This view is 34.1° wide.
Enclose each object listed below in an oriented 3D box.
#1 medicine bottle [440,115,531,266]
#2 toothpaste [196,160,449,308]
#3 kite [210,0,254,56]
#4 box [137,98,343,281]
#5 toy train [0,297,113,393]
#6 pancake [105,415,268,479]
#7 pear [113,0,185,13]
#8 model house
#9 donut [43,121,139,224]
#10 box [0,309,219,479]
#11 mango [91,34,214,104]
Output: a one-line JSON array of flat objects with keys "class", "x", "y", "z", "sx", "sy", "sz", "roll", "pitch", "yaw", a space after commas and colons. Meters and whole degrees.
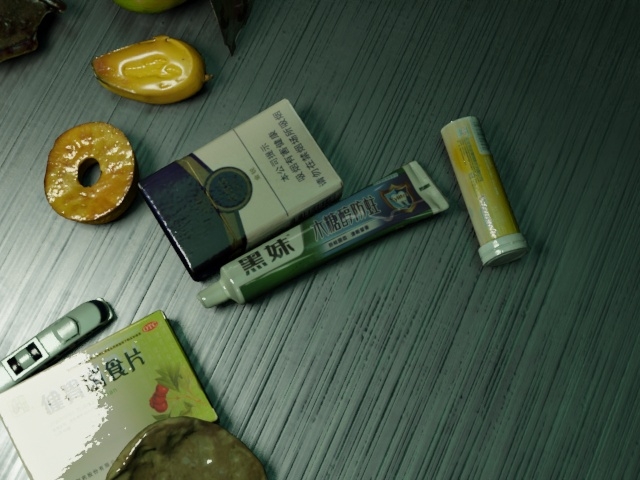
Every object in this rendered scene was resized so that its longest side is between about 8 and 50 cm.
[{"class": "medicine bottle", "x": 0.240, "y": -0.074, "z": 1.539, "sx": 0.074, "sy": 0.074, "sz": 0.218, "roll": -15, "pitch": 73, "yaw": -6}, {"class": "toothpaste", "x": 0.000, "y": 0.000, "z": 1.514, "sx": 0.392, "sy": 0.061, "sz": 0.099, "roll": -28, "pitch": 64, "yaw": -11}, {"class": "kite", "x": -0.125, "y": -0.406, "z": 1.560, "sx": 0.013, "sy": 0.323, "sz": 0.267, "roll": 14, "pitch": 118, "yaw": 14}, {"class": "box", "x": -0.116, "y": -0.074, "z": 1.526, "sx": 0.259, "sy": 0.071, "sz": 0.168, "roll": -31, "pitch": 78, "yaw": -10}, {"class": "toy train", "x": -0.386, "y": 0.151, "z": 1.468, "sx": 0.207, "sy": 0.047, "sz": 0.043, "roll": -36, "pitch": 80, "yaw": -10}, {"class": "pancake", "x": -0.180, "y": 0.351, "z": 1.395, "sx": 0.242, "sy": 0.050, "sz": 0.242, "roll": -1, "pitch": 95, "yaw": -18}, {"class": "pear", "x": -0.239, "y": -0.431, "z": 1.542, "sx": 0.187, "sy": 0.220, "sz": 0.187, "roll": 2, "pitch": 87, "yaw": -41}, {"class": "model house", "x": -0.498, "y": -0.335, "z": 1.585, "sx": 0.165, "sy": 0.106, "sz": 0.152, "roll": 26, "pitch": 85, "yaw": 42}, {"class": "donut", "x": -0.329, "y": -0.094, "z": 1.524, "sx": 0.152, "sy": 0.058, "sz": 0.152, "roll": -3, "pitch": 74, "yaw": 10}, {"class": "box", "x": -0.293, "y": 0.234, "z": 1.438, "sx": 0.260, "sy": 0.062, "sz": 0.175, "roll": -28, "pitch": 77, "yaw": -9}, {"class": "mango", "x": -0.254, "y": -0.255, "z": 1.578, "sx": 0.187, "sy": 0.066, "sz": 0.101, "roll": -1, "pitch": 82, "yaw": 3}]
